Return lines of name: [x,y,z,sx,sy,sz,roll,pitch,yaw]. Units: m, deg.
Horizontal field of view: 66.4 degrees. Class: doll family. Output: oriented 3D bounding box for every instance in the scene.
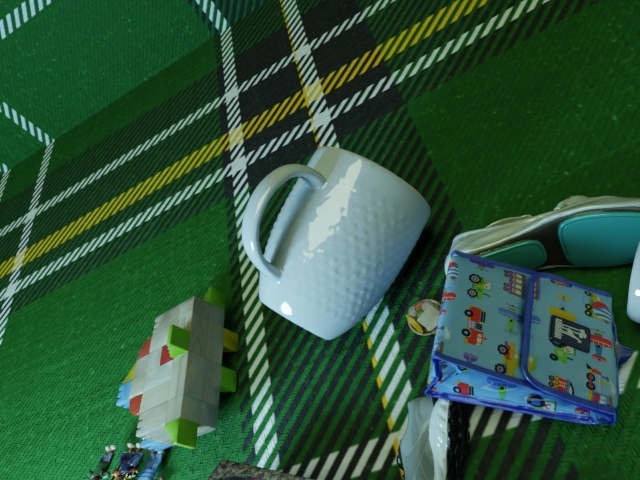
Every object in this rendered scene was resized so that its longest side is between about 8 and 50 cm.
doll family: [-0.434,0.522,1.089,0.193,0.076,0.111,-20,32,26]

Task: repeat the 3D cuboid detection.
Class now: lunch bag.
lunch bag: [0.339,0.163,0.796,0.294,0.138,0.220,10,49,14]

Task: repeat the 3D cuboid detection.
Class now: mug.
mug: [0.000,0.000,0.969,0.276,0.374,0.327,23,81,45]

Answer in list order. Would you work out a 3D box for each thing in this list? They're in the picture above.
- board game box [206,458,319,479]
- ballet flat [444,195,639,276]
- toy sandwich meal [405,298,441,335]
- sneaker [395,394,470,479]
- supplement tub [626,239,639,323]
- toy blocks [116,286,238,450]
board game box: [-0.129,0.524,0.765,0.232,0.141,0.291,-5,25,30]
ballet flat: [0.420,-0.014,0.889,0.401,0.139,0.139,-16,53,24]
toy sandwich meal: [0.208,0.150,0.965,0.086,0.029,0.085,-16,53,23]
sneaker: [0.174,0.385,0.796,0.108,0.100,0.271,-12,48,37]
supplement tub: [0.573,0.071,0.710,0.200,0.144,0.144,10,66,36]
toy blocks: [-0.353,0.315,1.127,0.261,0.191,0.381,-30,44,26]
